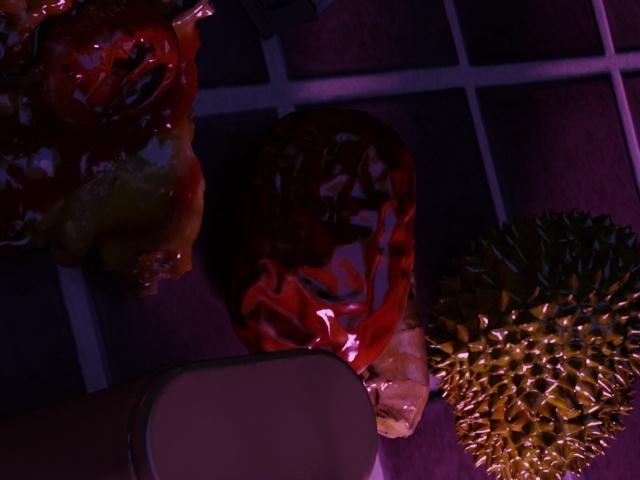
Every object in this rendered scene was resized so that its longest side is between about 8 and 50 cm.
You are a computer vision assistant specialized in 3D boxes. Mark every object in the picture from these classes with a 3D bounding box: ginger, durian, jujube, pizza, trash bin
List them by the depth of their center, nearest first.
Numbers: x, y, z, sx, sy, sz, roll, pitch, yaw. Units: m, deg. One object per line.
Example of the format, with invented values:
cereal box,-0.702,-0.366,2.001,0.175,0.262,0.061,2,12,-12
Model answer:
trash bin,-0.121,0.162,1.285,0.243,0.247,0.121,-3,81,-47
pizza,-0.178,-0.095,1.316,0.440,0.130,0.406,-53,138,-11
jujube,0.000,0.000,1.523,0.174,0.174,0.250,20,65,-42
ginger,0.058,0.083,1.625,0.115,0.081,0.205,57,25,-66
durian,0.218,0.098,1.688,0.291,0.225,0.291,-57,164,-27

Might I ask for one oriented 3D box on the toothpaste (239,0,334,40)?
toothpaste,-0.103,-0.349,1.580,0.336,0.081,0.067,56,45,-20
